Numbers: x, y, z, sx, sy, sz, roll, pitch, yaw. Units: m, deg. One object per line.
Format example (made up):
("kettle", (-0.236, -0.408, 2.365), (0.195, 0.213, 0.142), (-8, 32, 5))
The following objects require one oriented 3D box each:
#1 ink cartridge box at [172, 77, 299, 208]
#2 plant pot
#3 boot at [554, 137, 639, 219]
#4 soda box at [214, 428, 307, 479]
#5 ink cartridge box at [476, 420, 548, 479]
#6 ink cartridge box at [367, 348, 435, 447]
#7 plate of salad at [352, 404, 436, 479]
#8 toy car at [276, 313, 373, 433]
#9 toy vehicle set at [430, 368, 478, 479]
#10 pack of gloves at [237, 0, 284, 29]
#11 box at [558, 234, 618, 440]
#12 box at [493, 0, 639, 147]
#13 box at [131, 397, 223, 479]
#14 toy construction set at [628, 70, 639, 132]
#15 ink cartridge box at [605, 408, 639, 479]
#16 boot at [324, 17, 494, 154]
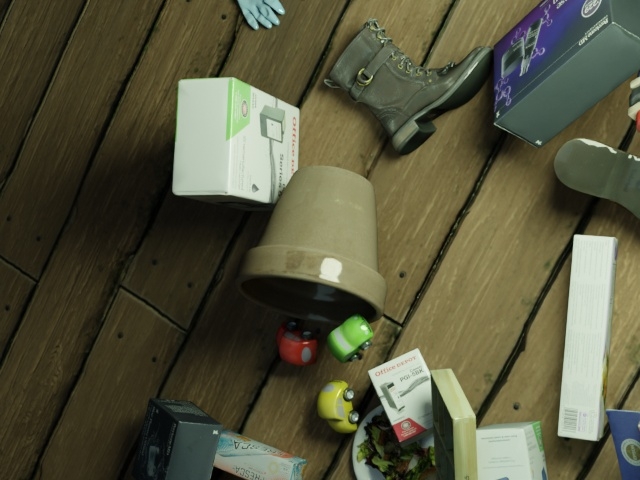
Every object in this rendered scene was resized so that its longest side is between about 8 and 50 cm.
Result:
("ink cartridge box", (-0.142, -0.162, 1.845), (0.114, 0.273, 0.198), (0, 86, 23))
("plant pot", (0.000, 0.000, 1.795), (0.263, 0.263, 0.229), (3, 70, 26))
("boot", (0.510, -0.081, 1.625), (0.305, 0.115, 0.112), (28, 104, 5))
("soda box", (-0.120, 0.405, 1.908), (0.183, 0.058, 0.063), (15, 93, 25))
("ink cartridge box", (0.307, 0.399, 1.649), (0.093, 0.154, 0.212), (-8, 82, 21))
("ink cartridge box", (0.151, 0.266, 1.765), (0.099, 0.056, 0.135), (-25, 67, 0))
("plate of salad", (0.142, 0.375, 1.790), (0.199, 0.048, 0.200), (-2, 86, 26))
("toy car", (0.015, 0.204, 1.809), (0.239, 0.053, 0.225), (55, 138, 18))
("toy vehicle set", (0.213, 0.359, 1.646), (0.035, 0.166, 0.267), (-6, 108, -4))
("pack of gloves", (-0.110, -0.531, 1.984), (0.195, 0.046, 0.232), (-41, 70, 16))
("box", (0.427, 0.154, 1.661), (0.067, 0.063, 0.324), (3, 87, 24))
("box", (0.384, -0.294, 1.599), (0.261, 0.103, 0.184), (-42, 34, 45))
("box", (-0.266, 0.388, 1.924), (0.158, 0.093, 0.156), (16, 93, 59))
("toy construction set", (0.589, -0.192, 1.549), (0.257, 0.237, 0.309), (-31, 45, 10))
("ink cartridge box", (0.558, 0.405, 1.461), (0.330, 0.071, 0.324), (-8, 100, 49))
("boot", (0.148, -0.303, 1.817), (0.263, 0.091, 0.229), (-43, 70, 19))
